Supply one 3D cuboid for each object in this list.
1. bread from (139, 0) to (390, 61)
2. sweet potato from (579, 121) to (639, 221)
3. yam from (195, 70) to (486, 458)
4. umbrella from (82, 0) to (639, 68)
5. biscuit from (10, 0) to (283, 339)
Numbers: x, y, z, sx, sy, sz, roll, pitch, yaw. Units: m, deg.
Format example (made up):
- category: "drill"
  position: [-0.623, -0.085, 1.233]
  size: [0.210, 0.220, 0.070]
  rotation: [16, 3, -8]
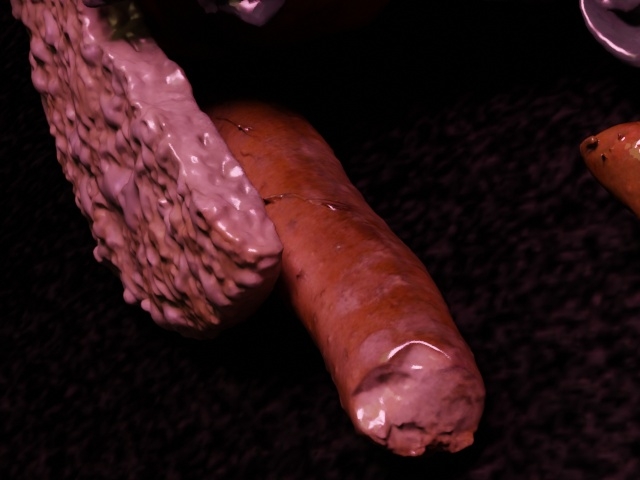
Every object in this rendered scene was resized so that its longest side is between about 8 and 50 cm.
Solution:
- category: "bread"
  position: [-0.032, -0.154, 0.762]
  size: [0.260, 0.129, 0.134]
  rotation: [-10, 55, 34]
- category: "sweet potato"
  position: [0.152, 0.007, 0.500]
  size: [0.053, 0.054, 0.182]
  rotation: [-16, 28, -24]
- category: "yam"
  position: [0.000, 0.000, 0.639]
  size: [0.057, 0.057, 0.241]
  rotation: [-38, 37, 5]
- category: "umbrella"
  position: [0.007, -0.150, 0.631]
  size: [0.349, 0.094, 0.143]
  rotation: [11, 75, 8]
- category: "biscuit"
  position: [-0.085, -0.042, 0.697]
  size: [0.032, 0.133, 0.250]
  rotation: [-15, 53, -25]
